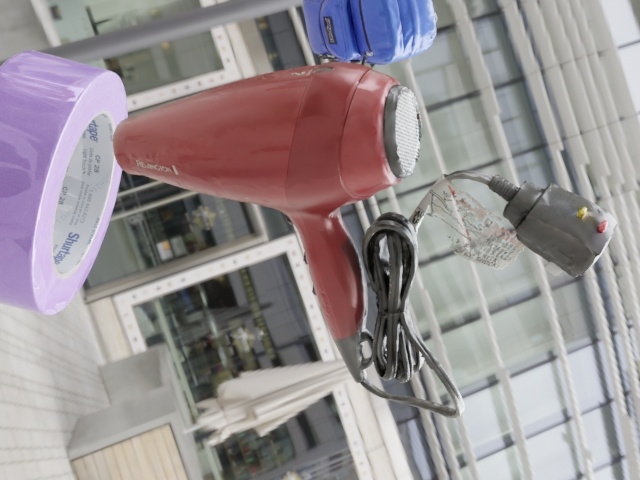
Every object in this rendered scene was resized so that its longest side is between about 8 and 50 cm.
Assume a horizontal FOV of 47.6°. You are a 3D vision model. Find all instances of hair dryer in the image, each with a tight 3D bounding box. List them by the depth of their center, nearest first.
[{"bbox_3d":[0.000,0.000,0.446,0.293,0.080,0.224,34,-54,1],"label":"hair dryer"}]

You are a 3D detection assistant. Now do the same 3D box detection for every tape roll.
[{"bbox_3d":[-0.299,-0.061,0.797,0.275,0.090,0.275,-165,-90,-88],"label":"tape roll"}]

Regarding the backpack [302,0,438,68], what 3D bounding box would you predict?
[{"bbox_3d":[0.048,-0.212,0.697,0.120,0.101,0.098,26,-39,54],"label":"backpack"}]
